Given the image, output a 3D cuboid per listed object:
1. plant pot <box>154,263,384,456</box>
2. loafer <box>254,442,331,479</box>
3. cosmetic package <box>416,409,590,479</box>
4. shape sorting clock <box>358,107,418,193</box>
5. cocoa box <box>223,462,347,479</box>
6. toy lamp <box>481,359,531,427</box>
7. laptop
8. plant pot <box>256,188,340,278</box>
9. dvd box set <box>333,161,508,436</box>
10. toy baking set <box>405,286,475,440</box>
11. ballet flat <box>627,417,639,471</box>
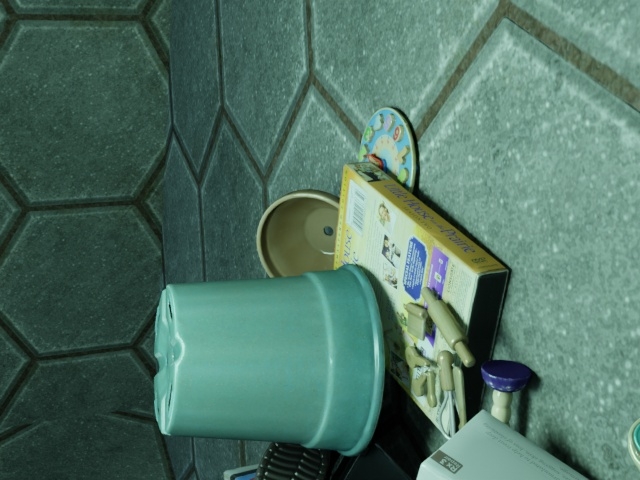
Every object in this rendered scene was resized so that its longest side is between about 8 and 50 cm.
[{"bbox_3d":[-0.106,0.203,1.500,0.341,0.334,0.341,-177,90,-72],"label":"plant pot"},{"bbox_3d":[-0.038,0.443,1.825,0.130,0.134,0.366,104,-169,-52],"label":"loafer"},{"bbox_3d":[0.220,0.450,1.176,0.217,0.156,0.385,34,129,28],"label":"cosmetic package"},{"bbox_3d":[0.116,-0.137,1.575,0.206,0.040,0.206,175,90,-69],"label":"shape sorting clock"},{"bbox_3d":[-0.065,0.689,1.969,0.228,0.231,0.347,169,95,-68],"label":"cocoa box"},{"bbox_3d":[0.256,0.311,1.261,0.080,0.080,0.275,-145,55,-64],"label":"toy lamp"},{"bbox_3d":[0.150,0.444,1.652,0.382,0.236,0.408,111,176,-48],"label":"laptop"},{"bbox_3d":[0.000,0.000,1.746,0.110,0.237,0.237,-48,-34,-60],"label":"plant pot"},{"bbox_3d":[0.145,0.085,1.468,0.420,0.062,0.307,45,137,52],"label":"dvd box set"},{"bbox_3d":[0.188,0.198,1.308,0.256,0.030,0.197,-121,27,-51],"label":"toy baking set"},{"bbox_3d":[0.400,0.295,0.896,0.086,0.086,0.248,108,151,-45],"label":"ballet flat"}]
